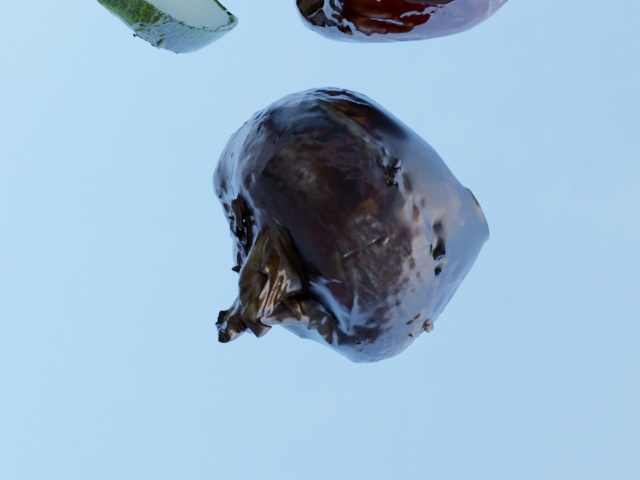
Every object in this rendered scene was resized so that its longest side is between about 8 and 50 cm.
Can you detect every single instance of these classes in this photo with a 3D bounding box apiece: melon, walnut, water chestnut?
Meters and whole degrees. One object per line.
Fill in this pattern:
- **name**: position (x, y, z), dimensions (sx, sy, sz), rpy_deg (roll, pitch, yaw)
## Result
- **melon**: position (-0.200, -0.286, 1.086), dimensions (0.064, 0.209, 0.118), rpy_deg (-36, -154, 34)
- **walnut**: position (0.097, -0.356, 1.097), dimensions (0.269, 0.222, 0.244), rpy_deg (-12, -77, -13)
- **water chestnut**: position (0.000, 0.000, 1.090), dimensions (0.347, 0.335, 0.335), rpy_deg (-36, -123, -21)
